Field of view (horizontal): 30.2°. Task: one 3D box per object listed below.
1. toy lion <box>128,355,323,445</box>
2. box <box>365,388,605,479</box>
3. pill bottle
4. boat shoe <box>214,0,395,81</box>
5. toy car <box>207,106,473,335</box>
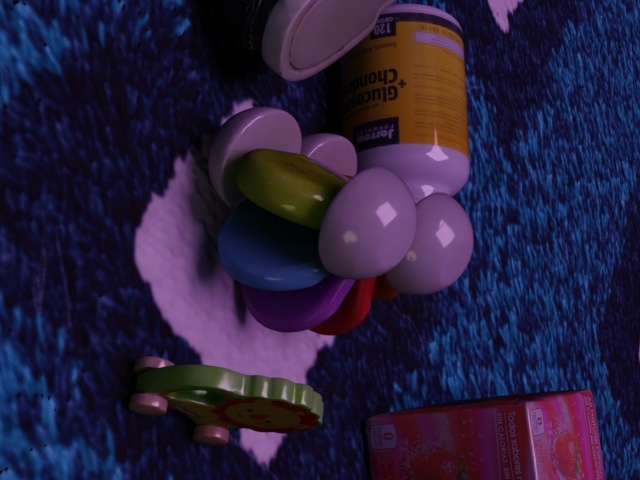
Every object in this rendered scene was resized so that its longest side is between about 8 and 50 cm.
[{"bbox_3d":[-0.051,0.097,0.720,0.100,0.096,0.034,37,51,-47],"label":"toy lion"},{"bbox_3d":[0.148,0.276,0.938,0.154,0.142,0.300,5,76,-58],"label":"box"},{"bbox_3d":[0.068,-0.089,0.960,0.103,0.103,0.184,23,61,-53],"label":"pill bottle"},{"bbox_3d":[0.042,-0.245,0.908,0.340,0.113,0.127,-43,158,-29],"label":"boat shoe"},{"bbox_3d":[0.000,0.000,0.815,0.182,0.159,0.136,16,103,-56],"label":"toy car"}]
